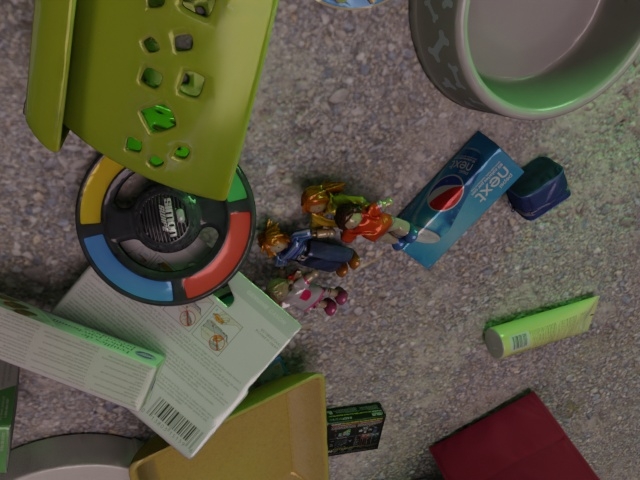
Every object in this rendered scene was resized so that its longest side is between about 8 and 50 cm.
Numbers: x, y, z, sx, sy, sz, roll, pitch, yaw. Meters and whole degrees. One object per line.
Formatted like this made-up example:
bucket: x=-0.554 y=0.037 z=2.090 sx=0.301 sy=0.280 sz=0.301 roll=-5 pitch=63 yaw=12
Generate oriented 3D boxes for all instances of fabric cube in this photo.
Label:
fabric cube: x=0.420 y=0.526 z=1.312 sx=0.258 sy=0.259 sz=0.254 roll=-29 pitch=127 yaw=2

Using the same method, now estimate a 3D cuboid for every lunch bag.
lunch bag: x=0.347 y=-0.078 z=1.017 sx=0.098 sy=0.067 sz=0.065 roll=-33 pitch=126 yaw=4

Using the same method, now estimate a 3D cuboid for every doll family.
doll family: x=0.000 y=0.000 z=0.929 sx=0.163 sy=0.118 sz=0.263 roll=17 pitch=127 yaw=-40

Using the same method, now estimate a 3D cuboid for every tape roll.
tape roll: x=-0.430 y=0.495 z=1.098 sx=0.391 sy=0.072 sz=0.392 roll=-9 pitch=123 yaw=-15

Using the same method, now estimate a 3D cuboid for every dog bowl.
dog bowl: x=0.294 y=-0.317 z=0.826 sx=0.348 sy=0.102 sz=0.349 roll=-9 pitch=123 yaw=-14

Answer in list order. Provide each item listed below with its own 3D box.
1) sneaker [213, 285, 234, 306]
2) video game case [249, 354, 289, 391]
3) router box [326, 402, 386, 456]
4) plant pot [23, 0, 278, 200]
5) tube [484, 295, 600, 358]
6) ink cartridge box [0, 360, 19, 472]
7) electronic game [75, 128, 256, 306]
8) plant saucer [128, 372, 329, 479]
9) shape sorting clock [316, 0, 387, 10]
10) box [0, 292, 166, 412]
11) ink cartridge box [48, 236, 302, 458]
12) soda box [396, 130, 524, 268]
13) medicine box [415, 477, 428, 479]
sneaker: x=-0.202 y=0.168 z=0.949 sx=0.275 sy=0.110 sz=0.107 roll=-34 pitch=127 yaw=4
video game case: x=-0.102 y=0.279 z=1.114 sx=0.119 sy=0.015 sz=0.166 roll=-22 pitch=126 yaw=-5
router box: x=0.057 y=0.362 z=1.210 sx=0.122 sy=0.038 sz=0.092 roll=-2 pitch=122 yaw=-19
plant pot: x=-0.178 y=-0.201 z=0.660 sx=0.207 sy=0.228 sz=0.227 roll=10 pitch=118 yaw=-17
tube: x=0.431 y=0.169 z=1.216 sx=0.240 sy=0.062 sz=0.070 roll=-12 pitch=168 yaw=-18
ink cartridge box: x=-0.522 y=0.225 z=0.841 sx=0.212 sy=0.154 sz=0.093 roll=5 pitch=119 yaw=-22
electronic game: x=-0.197 y=-0.029 z=0.811 sx=0.229 sy=0.048 sz=0.229 roll=0 pitch=94 yaw=-3
plant saucer: x=-0.146 y=0.386 z=1.071 sx=0.332 sy=0.081 sz=0.333 roll=-20 pitch=128 yaw=-26
shape sorting clock: x=0.043 y=-0.375 z=0.735 sx=0.206 sy=0.040 sz=0.206 roll=-10 pitch=124 yaw=-15
box: x=-0.363 y=0.125 z=0.803 sx=0.323 sy=0.063 sz=0.067 roll=21 pitch=91 yaw=-3
ink cartridge box: x=-0.203 y=0.119 z=0.871 sx=0.275 sy=0.060 sz=0.239 roll=41 pitch=88 yaw=-2
soda box: x=0.205 y=-0.060 z=0.977 sx=0.071 sy=0.067 sz=0.210 roll=34 pitch=105 yaw=-33
medicine box: x=0.138 y=0.667 z=1.294 sx=0.289 sy=0.263 sz=0.149 roll=-7 pitch=124 yaw=-15
